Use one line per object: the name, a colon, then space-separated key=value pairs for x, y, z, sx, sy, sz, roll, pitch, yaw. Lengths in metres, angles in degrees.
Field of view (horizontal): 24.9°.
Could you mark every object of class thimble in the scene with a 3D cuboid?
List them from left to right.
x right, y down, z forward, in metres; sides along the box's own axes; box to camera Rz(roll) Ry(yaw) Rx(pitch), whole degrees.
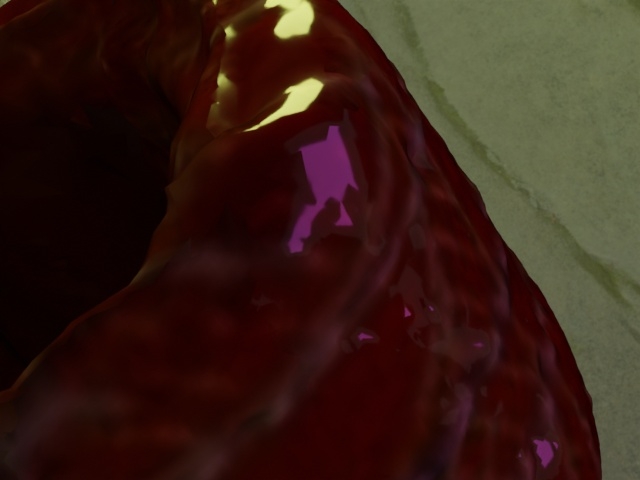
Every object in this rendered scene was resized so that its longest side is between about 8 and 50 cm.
thimble: x=-0.086 y=0.056 z=0.572 sx=0.230 sy=0.350 sz=0.350 roll=53 pitch=10 yaw=-31
